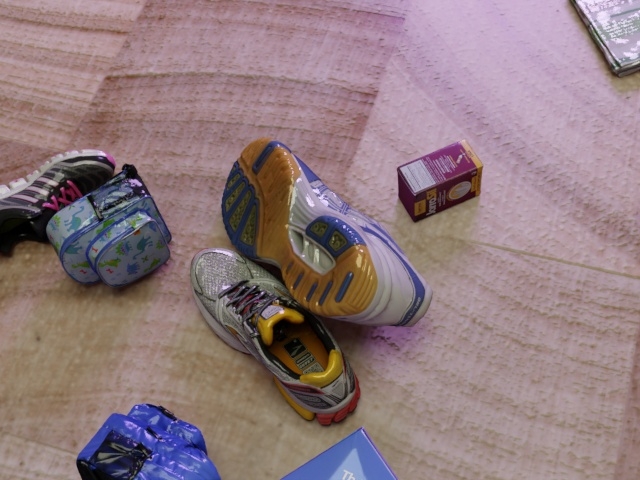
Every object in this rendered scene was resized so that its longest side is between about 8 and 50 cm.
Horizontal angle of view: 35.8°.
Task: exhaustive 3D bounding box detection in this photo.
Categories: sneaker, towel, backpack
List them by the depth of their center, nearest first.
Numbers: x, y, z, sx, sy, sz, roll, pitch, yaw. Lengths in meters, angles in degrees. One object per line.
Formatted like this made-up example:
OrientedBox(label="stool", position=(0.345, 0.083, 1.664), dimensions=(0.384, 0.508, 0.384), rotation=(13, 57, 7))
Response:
OrientedBox(label="backpack", position=(-0.143, 0.211, 0.891), dimensions=(0.120, 0.098, 0.101), rotation=(25, 60, 20))
OrientedBox(label="sneaker", position=(-0.046, 0.076, 0.969), dimensions=(0.088, 0.093, 0.225), rotation=(-42, 62, -18))
OrientedBox(label="sneaker", position=(0.000, 0.000, 1.018), dimensions=(0.112, 0.131, 0.296), rotation=(-55, 41, 16))
OrientedBox(label="backpack", position=(-0.218, -0.004, 1.028), dimensions=(0.114, 0.105, 0.084), rotation=(-29, 59, -9))
OrientedBox(label="sneaker", position=(-0.297, -0.038, 1.083), dimensions=(0.170, 0.063, 0.075), rotation=(-25, 59, -4))
OrientedBox(label="towel", position=(0.373, -0.265, 1.189), dimensions=(0.113, 0.023, 0.152), rotation=(-15, 56, -7))

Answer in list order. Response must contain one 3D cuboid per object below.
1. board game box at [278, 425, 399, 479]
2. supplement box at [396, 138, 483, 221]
OrientedBox(label="board game box", position=(0.033, 0.358, 0.793), dimensions=(0.233, 0.078, 0.347), rotation=(-29, 60, -13))
OrientedBox(label="supplement box", position=(0.128, -0.064, 1.062), dimensions=(0.083, 0.055, 0.043), rotation=(-23, 59, -8))
